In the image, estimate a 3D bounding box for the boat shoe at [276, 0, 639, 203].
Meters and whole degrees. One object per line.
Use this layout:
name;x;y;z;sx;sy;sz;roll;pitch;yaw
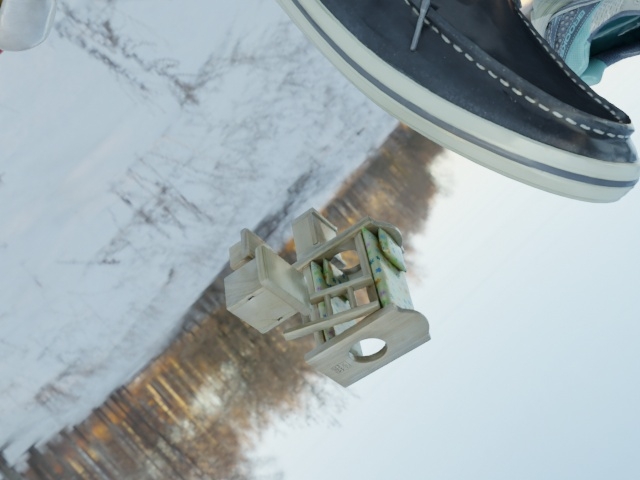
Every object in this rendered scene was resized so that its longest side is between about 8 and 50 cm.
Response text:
boat shoe;0.067;-0.225;0.636;0.187;0.500;0.156;-11;144;-50

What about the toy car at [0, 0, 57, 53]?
toy car;-0.305;-0.225;0.711;0.136;0.159;0.182;123;-19;-52

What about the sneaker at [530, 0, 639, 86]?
sneaker;0.347;-0.237;0.764;0.283;0.110;0.122;-30;-134;29

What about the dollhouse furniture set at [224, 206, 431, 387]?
dollhouse furniture set;0.000;0.000;0.692;0.101;0.161;0.182;-33;-138;20
